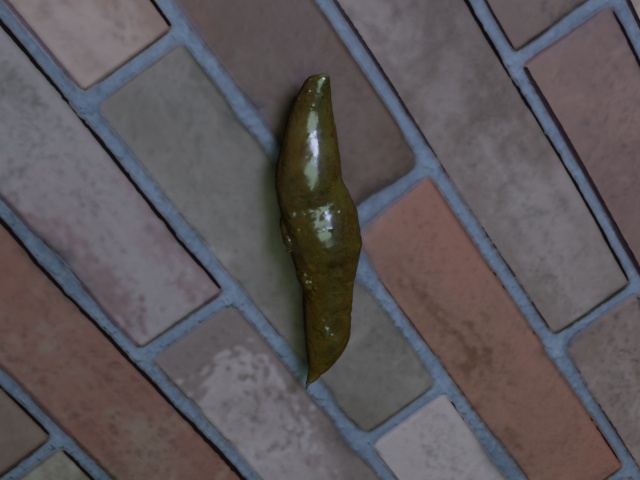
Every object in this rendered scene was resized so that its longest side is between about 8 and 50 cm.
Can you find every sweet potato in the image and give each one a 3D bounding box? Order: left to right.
[{"bbox_3d":[0.000,0.000,0.714,0.067,0.067,0.273,-6,112,-8],"label":"sweet potato"}]
